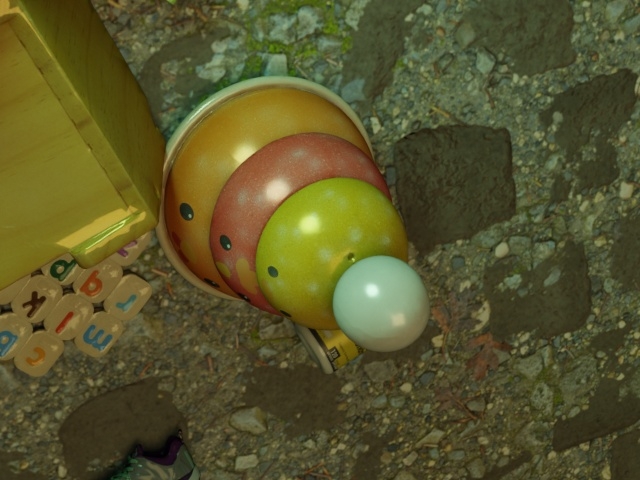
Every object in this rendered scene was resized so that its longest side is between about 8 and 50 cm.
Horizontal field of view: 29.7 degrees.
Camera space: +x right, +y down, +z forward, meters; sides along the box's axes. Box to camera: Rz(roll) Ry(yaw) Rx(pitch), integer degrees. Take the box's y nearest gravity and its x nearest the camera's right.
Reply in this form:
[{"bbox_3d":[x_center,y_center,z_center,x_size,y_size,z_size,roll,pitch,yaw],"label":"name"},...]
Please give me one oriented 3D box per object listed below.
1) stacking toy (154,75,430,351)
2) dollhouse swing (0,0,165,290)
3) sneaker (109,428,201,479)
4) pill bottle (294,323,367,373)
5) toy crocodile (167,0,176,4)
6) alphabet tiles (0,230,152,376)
[{"bbox_3d":[0.000,0.000,1.608,0.351,0.480,0.350,-10,116,-22],"label":"stacking toy"},{"bbox_3d":[-0.411,-0.139,1.515,0.305,0.315,0.346,-23,123,10],"label":"dollhouse swing"},{"bbox_3d":[-0.304,0.375,1.886,0.224,0.083,0.098,-22,99,-21],"label":"sneaker"},{"bbox_3d":[0.058,0.123,1.916,0.184,0.103,0.103,-33,122,-9],"label":"pill bottle"},{"bbox_3d":[-0.289,-0.417,1.504,0.115,0.105,0.340,-49,124,1],"label":"toy crocodile"},{"bbox_3d":[-0.384,0.053,1.720,0.284,0.021,0.278,36,94,-33],"label":"alphabet tiles"}]
